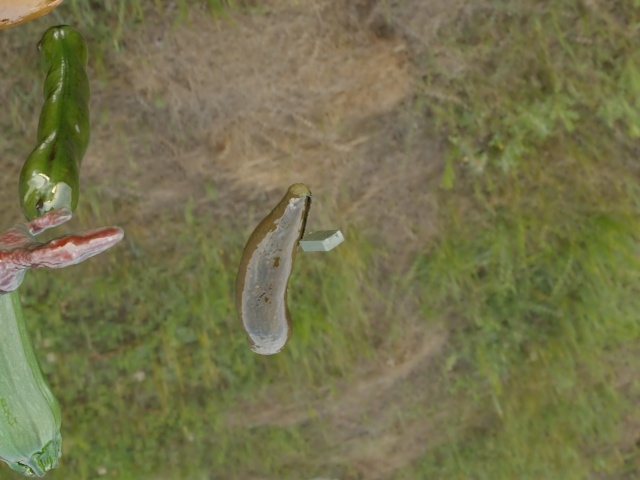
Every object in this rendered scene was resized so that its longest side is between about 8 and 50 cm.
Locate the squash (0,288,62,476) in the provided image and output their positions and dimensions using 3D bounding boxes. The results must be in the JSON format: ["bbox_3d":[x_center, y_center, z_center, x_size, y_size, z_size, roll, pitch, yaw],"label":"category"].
[{"bbox_3d":[-0.265,0.094,0.962,0.077,0.068,0.219,-15,107,5],"label":"squash"}]

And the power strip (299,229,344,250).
[{"bbox_3d":[0.000,0.000,1.397,0.027,0.017,0.083,-32,-169,-22],"label":"power strip"}]

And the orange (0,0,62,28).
[{"bbox_3d":[-0.382,-0.379,1.323,0.284,0.226,0.284,-27,136,-30],"label":"orange"}]

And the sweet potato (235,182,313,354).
[{"bbox_3d":[-0.072,0.045,1.755,0.112,0.085,0.286,-13,122,-43],"label":"sweet potato"}]

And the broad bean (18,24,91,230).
[{"bbox_3d":[-0.197,-0.096,0.885,0.052,0.256,0.052,-25,130,11],"label":"broad bean"}]

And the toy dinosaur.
[{"bbox_3d":[-0.258,0.036,0.724,0.242,0.053,0.167,-20,-170,-31],"label":"toy dinosaur"}]
